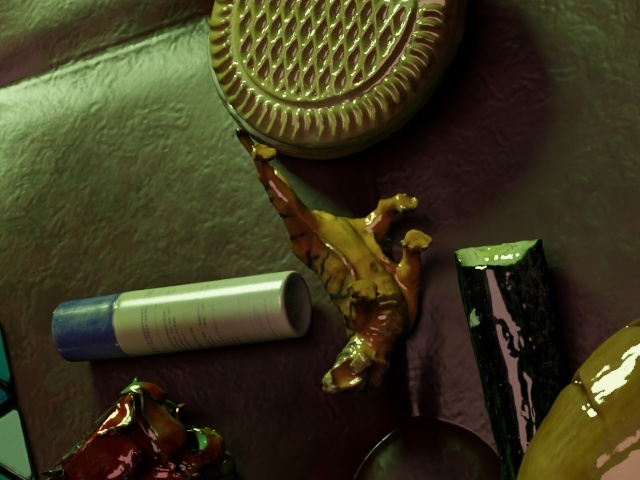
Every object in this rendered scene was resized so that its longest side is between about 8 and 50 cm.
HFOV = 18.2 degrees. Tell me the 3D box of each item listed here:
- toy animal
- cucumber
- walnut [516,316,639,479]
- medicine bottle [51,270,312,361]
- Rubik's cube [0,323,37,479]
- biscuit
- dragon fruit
[{"bbox_3d":[0.007,-0.001,1.672,0.255,0.114,0.116,56,142,29],"label":"toy animal"},{"bbox_3d":[0.161,0.110,1.567,0.074,0.074,0.241,-18,70,22],"label":"cucumber"},{"bbox_3d":[0.262,0.146,1.431,0.203,0.203,0.298,36,83,31],"label":"walnut"},{"bbox_3d":[-0.122,0.068,1.731,0.231,0.059,0.059,-7,72,25],"label":"medicine bottle"},{"bbox_3d":[-0.394,0.201,1.825,0.234,0.284,0.250,-37,33,37],"label":"Rubik's cube"},{"bbox_3d":[0.011,-0.191,1.730,0.259,0.079,0.259,-8,70,25],"label":"biscuit"},{"bbox_3d":[-0.163,0.185,1.683,0.175,0.142,0.138,18,47,10],"label":"dragon fruit"}]
